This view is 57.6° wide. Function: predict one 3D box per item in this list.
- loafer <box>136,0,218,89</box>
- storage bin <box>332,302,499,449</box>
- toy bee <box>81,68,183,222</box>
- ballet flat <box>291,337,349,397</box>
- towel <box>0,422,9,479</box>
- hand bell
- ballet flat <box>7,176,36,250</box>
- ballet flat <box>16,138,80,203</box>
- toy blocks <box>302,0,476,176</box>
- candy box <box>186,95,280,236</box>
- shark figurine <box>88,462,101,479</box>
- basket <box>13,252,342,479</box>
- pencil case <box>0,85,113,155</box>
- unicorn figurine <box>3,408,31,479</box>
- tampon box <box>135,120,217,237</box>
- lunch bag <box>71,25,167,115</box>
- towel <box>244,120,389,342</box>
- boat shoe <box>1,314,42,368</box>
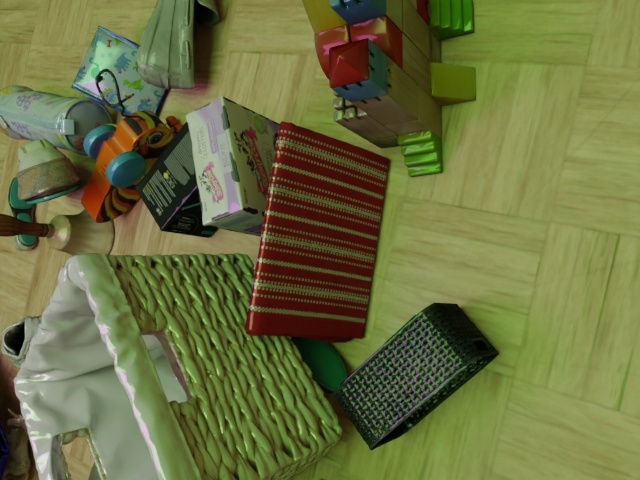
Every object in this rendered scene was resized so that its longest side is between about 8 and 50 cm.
[{"bbox_3d":[-0.233,-0.418,1.034,0.111,0.112,0.320,13,84,-6],"label":"loafer"},{"bbox_3d":[0.119,0.167,0.728,0.180,0.122,0.084,-47,64,17],"label":"storage bin"},{"bbox_3d":[-0.317,-0.156,1.030,0.298,0.162,0.195,-33,83,46],"label":"toy bee"},{"bbox_3d":[-0.043,0.155,0.866,0.232,0.080,0.073,47,135,29],"label":"ballet flat"},{"bbox_3d":[-0.693,0.390,1.162,0.308,0.076,0.228,45,123,41],"label":"towel"},{"bbox_3d":[-0.514,-0.020,1.054,0.126,0.242,0.126,-4,81,31],"label":"hand bell"},{"bbox_3d":[-0.647,-0.058,1.248,0.052,0.057,0.168,-20,73,37],"label":"ballet flat"},{"bbox_3d":[-0.498,-0.126,1.051,0.316,0.107,0.106,12,123,66],"label":"ballet flat"},{"bbox_3d":[0.065,-0.294,0.739,0.190,0.261,0.382,-4,81,30],"label":"toy blocks"},{"bbox_3d":[-0.093,-0.095,0.844,0.070,0.196,0.165,-18,75,27],"label":"candy box"},{"bbox_3d":[-0.396,0.419,1.006,0.166,0.116,0.278,38,105,27],"label":"shark figurine"},{"bbox_3d":[-0.204,0.222,0.781,0.331,0.266,0.328,-49,61,37],"label":"basket"},{"bbox_3d":[-0.544,-0.245,1.171,0.273,0.124,0.114,16,91,30],"label":"pencil case"},{"bbox_3d":[-0.616,0.415,1.171,0.111,0.060,0.162,-19,90,22],"label":"unicorn figurine"},{"bbox_3d":[-0.194,-0.099,0.947,0.161,0.120,0.101,-46,65,17],"label":"tampon box"},{"bbox_3d":[-0.360,-0.304,1.090,0.151,0.096,0.129,26,98,1],"label":"lunch bag"},{"bbox_3d":[0.000,0.000,0.783,0.031,0.198,0.275,6,86,49],"label":"towel"},{"bbox_3d":[-0.566,0.188,1.118,0.258,0.084,0.095,-33,59,42],"label":"boat shoe"}]
